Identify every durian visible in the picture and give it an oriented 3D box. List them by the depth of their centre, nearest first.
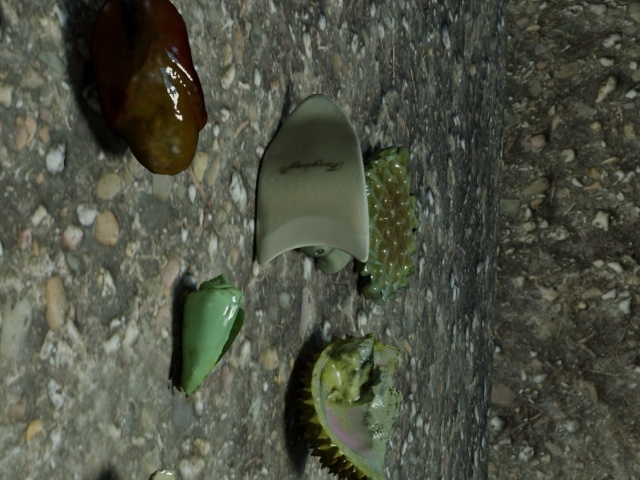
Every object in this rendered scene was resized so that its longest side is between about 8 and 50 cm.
[{"bbox_3d":[0.050,0.261,2.236,0.306,0.166,0.172,-68,148,-48],"label":"durian"}]

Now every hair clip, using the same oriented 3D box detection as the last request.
[{"bbox_3d":[-0.007,-0.098,2.103,0.282,0.172,0.113,-83,169,-45],"label":"hair clip"}]

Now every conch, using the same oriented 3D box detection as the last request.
[{"bbox_3d":[-0.150,0.129,1.821,0.106,0.079,0.170,28,79,-62],"label":"conch"}]

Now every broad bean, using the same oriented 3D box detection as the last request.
[{"bbox_3d":[-0.202,-0.183,1.599,0.156,0.122,0.228,-106,-173,-52],"label":"broad bean"}]

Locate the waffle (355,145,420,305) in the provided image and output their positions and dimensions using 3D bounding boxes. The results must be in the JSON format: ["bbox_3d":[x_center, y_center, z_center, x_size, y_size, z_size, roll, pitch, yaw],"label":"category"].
[{"bbox_3d":[0.126,-0.030,2.609,0.309,0.056,0.292,-41,128,-64],"label":"waffle"}]

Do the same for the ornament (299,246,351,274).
[{"bbox_3d":[0.000,0.000,2.241,0.075,0.081,0.156,-50,155,-2],"label":"ornament"}]

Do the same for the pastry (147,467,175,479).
[{"bbox_3d":[-0.213,0.399,1.609,0.121,0.089,0.258,-7,96,-67],"label":"pastry"}]
